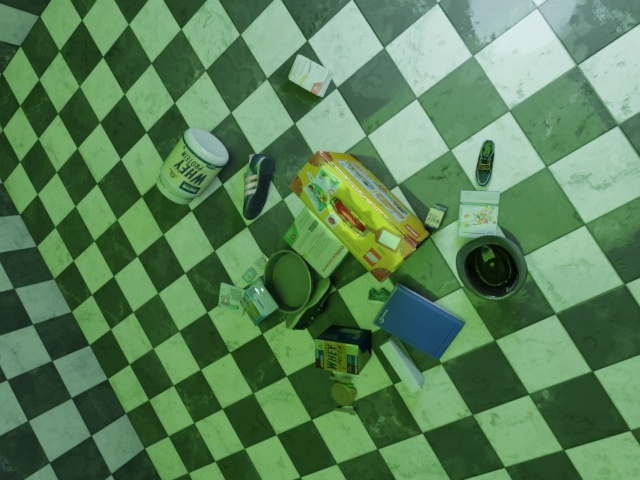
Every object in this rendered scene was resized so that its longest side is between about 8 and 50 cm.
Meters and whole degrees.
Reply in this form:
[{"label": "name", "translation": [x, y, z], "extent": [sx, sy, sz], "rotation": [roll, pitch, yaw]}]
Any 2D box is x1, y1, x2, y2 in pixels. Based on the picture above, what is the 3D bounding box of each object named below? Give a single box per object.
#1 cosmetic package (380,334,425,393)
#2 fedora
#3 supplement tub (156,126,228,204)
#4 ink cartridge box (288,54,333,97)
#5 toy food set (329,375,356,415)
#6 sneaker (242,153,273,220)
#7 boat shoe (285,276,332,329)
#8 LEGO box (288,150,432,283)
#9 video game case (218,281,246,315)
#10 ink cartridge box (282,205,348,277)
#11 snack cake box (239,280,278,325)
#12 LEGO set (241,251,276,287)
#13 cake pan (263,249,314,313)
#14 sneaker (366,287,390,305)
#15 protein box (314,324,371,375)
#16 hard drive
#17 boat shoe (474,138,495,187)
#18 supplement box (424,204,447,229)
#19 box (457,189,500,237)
[{"label": "cosmetic package", "translation": [0.358, 0.538, 1.829], "extent": [0.060, 0.098, 0.239], "rotation": [-36, 83, 24]}, {"label": "fedora", "translation": [0.657, 0.092, 1.610], "extent": [0.243, 0.124, 0.276], "rotation": [-32, 94, 27]}, {"label": "supplement tub", "translation": [-0.628, -0.358, 2.037], "extent": [0.325, 0.235, 0.235], "rotation": [-45, 80, 23]}, {"label": "ink cartridge box", "translation": [-0.056, -0.723, 1.818], "extent": [0.198, 0.067, 0.116], "rotation": [34, 111, 16]}, {"label": "toy food set", "translation": [0.113, 0.736, 2.009], "extent": [0.132, 0.038, 0.192], "rotation": [0, 104, 31]}, {"label": "sneaker", "translation": [-0.322, -0.260, 2.005], "extent": [0.131, 0.112, 0.320], "rotation": [29, 107, 34]}, {"label": "boat shoe", "translation": [-0.029, 0.309, 1.959], "extent": [0.113, 0.127, 0.340], "rotation": [27, 112, -25]}, {"label": "LEGO box", "translation": [0.174, -0.114, 1.652], "extent": [0.500, 0.372, 0.193], "rotation": [47, 113, 11]}, {"label": "video game case", "translation": [-0.463, 0.309, 2.194], "extent": [0.157, 0.019, 0.143], "rotation": [15, 104, 21]}, {"label": "ink cartridge box", "translation": [0.000, 0.000, 1.886], "extent": [0.278, 0.117, 0.201], "rotation": [43, 112, 12]}, {"label": "snack cake box", "translation": [-0.300, 0.307, 2.005], "extent": [0.152, 0.089, 0.264], "rotation": [53, 155, 6]}, {"label": "LEGO set", "translation": [-0.271, 0.174, 2.069], "extent": [0.182, 0.060, 0.244], "rotation": [47, 113, 6]}, {"label": "cake pan", "translation": [-0.143, 0.188, 1.935], "extent": [0.292, 0.054, 0.294], "rotation": [2, 94, 37]}, {"label": "sneaker", "translation": [0.283, 0.246, 1.836], "extent": [0.166, 0.065, 0.076], "rotation": [0, 94, 21]}, {"label": "protein box", "translation": [0.105, 0.484, 1.875], "extent": [0.200, 0.199, 0.136], "rotation": [2, 99, 24]}, {"label": "hard drive", "translation": [0.412, 0.346, 1.767], "extent": [0.318, 0.040, 0.210], "rotation": [29, 110, 3]}, {"label": "boat shoe", "translation": [0.622, -0.291, 1.584], "extent": [0.065, 0.083, 0.184], "rotation": [8, 102, 22]}, {"label": "supplement box", "translation": [0.465, -0.095, 1.685], "extent": [0.056, 0.083, 0.084], "rotation": [23, 107, 18]}, {"label": "box", "translation": [0.620, -0.102, 1.642], "extent": [0.145, 0.038, 0.187], "rotation": [6, 102, 23]}]
